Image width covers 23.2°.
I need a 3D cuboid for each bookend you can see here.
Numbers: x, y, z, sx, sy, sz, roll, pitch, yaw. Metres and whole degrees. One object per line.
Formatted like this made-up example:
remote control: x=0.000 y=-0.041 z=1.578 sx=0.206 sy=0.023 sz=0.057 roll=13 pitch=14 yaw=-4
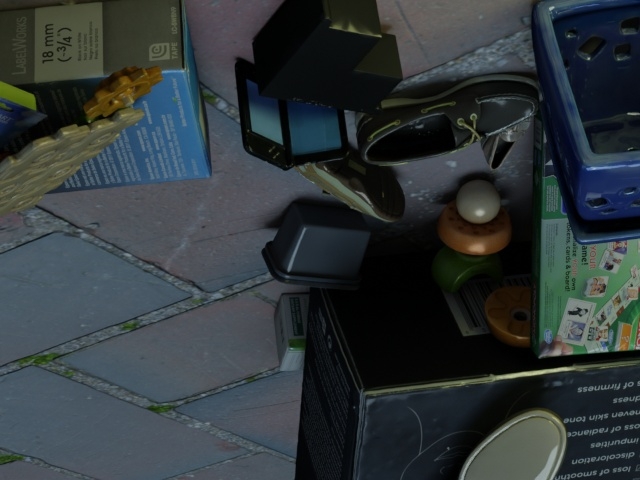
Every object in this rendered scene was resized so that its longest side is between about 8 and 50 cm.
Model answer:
bookend: x=0.031 y=-0.214 z=1.688 sx=0.156 sy=0.072 sz=0.157 roll=6 pitch=150 yaw=-27

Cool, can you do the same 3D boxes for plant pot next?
plant pot: x=0.366 y=-0.131 z=1.737 sx=0.236 sy=0.236 sz=0.212 roll=-9 pitch=149 yaw=-2

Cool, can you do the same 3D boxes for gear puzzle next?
gear puzzle: x=-0.282 y=-0.098 z=1.589 sx=0.339 sy=0.044 sz=0.175 roll=-32 pitch=175 yaw=42

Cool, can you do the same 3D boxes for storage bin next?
storage bin: x=0.000 y=0.000 z=2.116 sx=0.135 sy=0.098 sz=0.091 roll=7 pitch=123 yaw=-26

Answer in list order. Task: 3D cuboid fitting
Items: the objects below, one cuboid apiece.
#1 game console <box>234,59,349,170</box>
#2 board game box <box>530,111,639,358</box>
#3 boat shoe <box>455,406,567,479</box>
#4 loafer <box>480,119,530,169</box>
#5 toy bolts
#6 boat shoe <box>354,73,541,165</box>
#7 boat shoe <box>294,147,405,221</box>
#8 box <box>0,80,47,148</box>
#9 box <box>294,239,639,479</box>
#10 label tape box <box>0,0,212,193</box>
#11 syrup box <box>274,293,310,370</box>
game console: x=-0.033 y=-0.148 z=1.750 sx=0.071 sy=0.122 sz=0.107 roll=-27 pitch=147 yaw=33
board game box: x=0.377 y=-0.011 z=1.982 sx=0.213 sy=0.317 sz=0.046 roll=-4 pitch=-162 yaw=-8
boat shoe: x=0.230 y=0.340 z=2.093 sx=0.112 sy=0.095 sz=0.335 roll=31 pitch=116 yaw=5
loafer: x=0.236 y=-0.132 z=1.944 sx=0.045 sy=0.039 sz=0.125 roll=1 pitch=153 yaw=-14
toy bolts: x=0.290 y=0.008 z=2.094 sx=0.228 sy=0.218 sz=0.158 roll=-14 pitch=135 yaw=-22
boat shoe: x=0.155 y=-0.138 z=1.862 sx=0.227 sy=0.069 sz=0.081 roll=-12 pitch=133 yaw=8
boat shoe: x=0.033 y=-0.076 z=1.996 sx=0.072 sy=0.068 sz=0.190 roll=-11 pitch=147 yaw=37
box: x=-0.372 y=-0.119 z=1.576 sx=0.178 sy=0.042 sz=0.109 roll=-29 pitch=146 yaw=35
box: x=0.229 y=0.272 z=2.273 sx=0.479 sy=0.297 sz=0.472 roll=-5 pitch=128 yaw=-13
label tape box: x=-0.298 y=-0.148 z=1.703 sx=0.333 sy=0.106 sz=0.241 roll=-6 pitch=154 yaw=0
syrup box: x=0.053 y=0.139 z=2.395 sx=0.236 sy=0.093 sz=0.096 roll=-1 pitch=153 yaw=-11
